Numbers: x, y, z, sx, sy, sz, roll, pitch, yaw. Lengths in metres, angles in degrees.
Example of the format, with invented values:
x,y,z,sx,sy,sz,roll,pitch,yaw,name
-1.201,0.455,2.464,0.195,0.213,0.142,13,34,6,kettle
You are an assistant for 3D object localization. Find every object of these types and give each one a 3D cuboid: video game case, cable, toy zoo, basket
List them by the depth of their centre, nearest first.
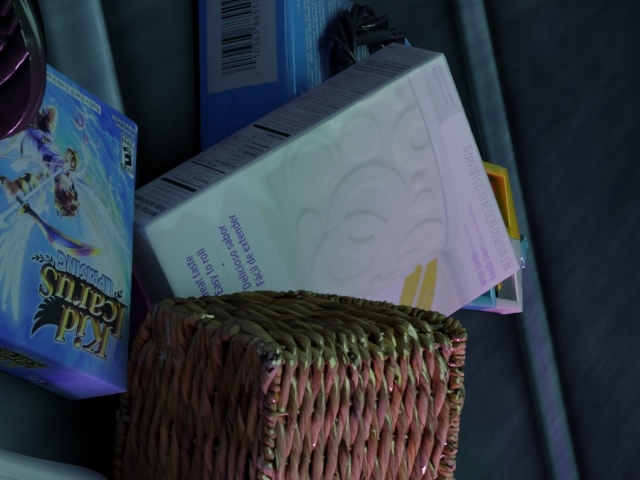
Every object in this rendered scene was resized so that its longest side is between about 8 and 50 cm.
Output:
x,y,z,sx,sy,sz,roll,pitch,yaw,name
-0.242,-0.024,1.532,0.269,0.061,0.244,33,53,-56,video game case
-0.033,0.194,1.630,0.223,0.213,0.299,-5,104,-41,basket
0.060,-0.166,1.945,0.184,0.047,0.150,43,44,-51,cable
0.195,-0.008,2.423,0.293,0.030,0.192,9,73,-63,toy zoo

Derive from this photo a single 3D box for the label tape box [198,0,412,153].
x,y,z,sx,sy,sz,roll,pitch,yaw,name
0.004,-0.115,1.997,0.348,0.115,0.249,24,60,-62,label tape box

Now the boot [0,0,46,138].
x,y,z,sx,sy,sz,roll,pitch,yaw,name
-0.253,-0.245,1.433,0.348,0.131,0.260,62,27,3,boot

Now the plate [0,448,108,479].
x,y,z,sx,sy,sz,roll,pitch,yaw,name
-0.231,0.291,1.467,0.277,0.045,0.278,30,56,-58,plate

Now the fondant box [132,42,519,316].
x,y,z,sx,sy,sz,roll,pitch,yaw,name
0.000,0.000,1.766,0.330,0.096,0.238,-31,115,-19,fondant box
